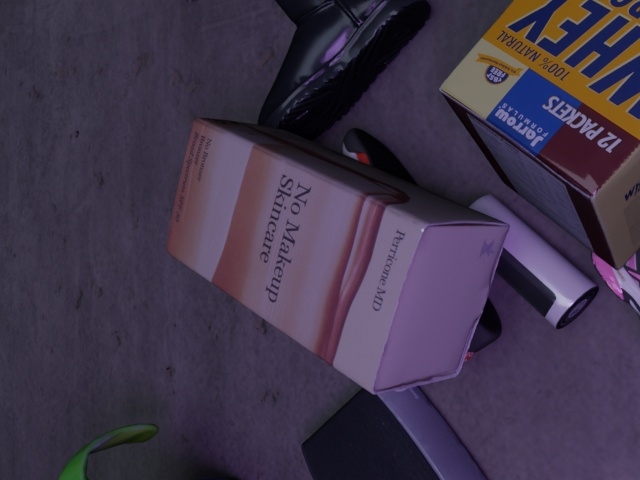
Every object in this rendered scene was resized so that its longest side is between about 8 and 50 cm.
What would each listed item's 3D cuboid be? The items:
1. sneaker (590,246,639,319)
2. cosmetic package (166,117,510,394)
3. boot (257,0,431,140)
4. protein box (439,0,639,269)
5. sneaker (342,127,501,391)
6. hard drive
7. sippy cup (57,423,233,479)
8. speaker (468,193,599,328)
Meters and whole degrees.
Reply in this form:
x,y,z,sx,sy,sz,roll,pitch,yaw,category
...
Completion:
x,y,z,sx,sy,sz,roll,pitch,yaw,category
0.301,0.055,0.603,0.077,0.072,0.178,-43,66,26,sneaker
0.000,0.000,0.684,0.296,0.129,0.153,27,108,40,cosmetic package
-0.022,-0.248,0.837,0.246,0.094,0.207,-44,68,20,boot
0.227,-0.113,0.552,0.200,0.201,0.136,-49,61,6,protein box
0.058,0.023,0.774,0.145,0.090,0.270,-40,69,27,sneaker
0.089,0.275,0.766,0.172,0.054,0.254,-47,63,26,hard drive
-0.175,0.381,0.856,0.240,0.224,0.305,7,93,38,sippy cup
0.191,0.017,0.697,0.136,0.055,0.055,47,115,28,speaker
